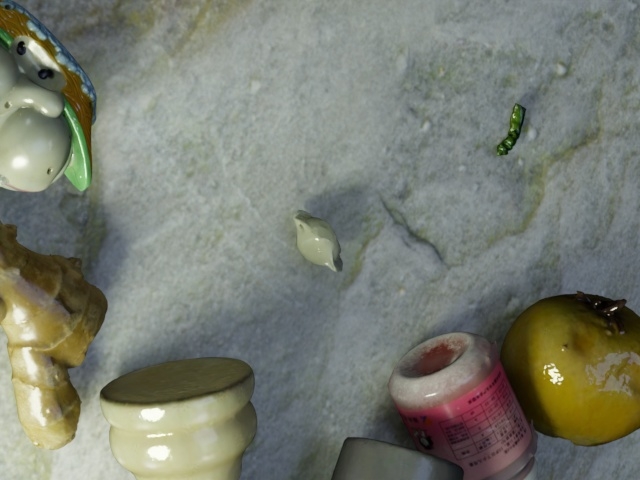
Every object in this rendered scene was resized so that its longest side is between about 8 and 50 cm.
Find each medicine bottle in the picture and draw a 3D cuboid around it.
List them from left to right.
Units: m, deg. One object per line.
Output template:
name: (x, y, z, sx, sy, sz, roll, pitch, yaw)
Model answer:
medicine bottle: (0.190, 0.243, 1.949, 0.147, 0.147, 0.247, -38, 112, -34)

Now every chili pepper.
chili pepper: (0.255, -0.143, 2.095, 0.027, 0.022, 0.083, 65, 45, -61)

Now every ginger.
ginger: (-0.306, 0.050, 1.594, 0.148, 0.081, 0.333, -36, 110, -18)

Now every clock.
clock: (-0.309, -0.138, 1.564, 0.231, 0.103, 0.144, 48, 56, -12)

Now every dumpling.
dumpling: (0.001, -0.002, 1.859, 0.057, 0.076, 0.052, -47, 158, -54)

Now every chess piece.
chess piece: (-0.134, 0.287, 1.690, 0.167, 0.167, 0.299, -17, 106, -39)

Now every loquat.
loquat: (0.335, 0.157, 2.036, 0.213, 0.213, 0.213, 2, 88, -39)

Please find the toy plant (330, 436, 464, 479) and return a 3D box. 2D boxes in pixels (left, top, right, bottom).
toy plant: (0.048, 0.437, 1.808, 0.279, 0.185, 0.400, 46, 59, -68)
